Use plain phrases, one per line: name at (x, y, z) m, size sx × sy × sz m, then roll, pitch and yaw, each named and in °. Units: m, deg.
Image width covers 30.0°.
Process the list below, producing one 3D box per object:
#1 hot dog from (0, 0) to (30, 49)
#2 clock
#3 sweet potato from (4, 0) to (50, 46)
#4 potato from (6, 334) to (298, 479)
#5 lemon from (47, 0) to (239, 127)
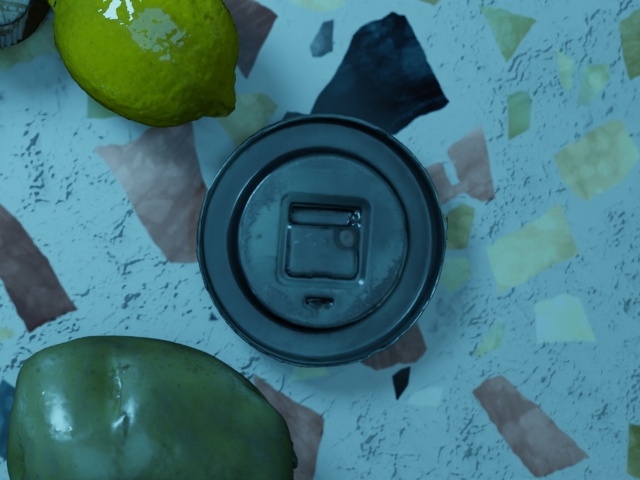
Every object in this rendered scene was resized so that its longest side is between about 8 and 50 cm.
hot dog at (-0.384, -0.337, 1.324) m, size 0.144 × 0.075 × 0.268 m, roll 7°, pitch 69°, yaw -23°
clock at (0.000, -0.001, 1.465) m, size 0.312 × 0.061 × 0.313 m, roll -1°, pitch 93°, yaw -12°
sweet potato at (-0.361, -0.253, 1.383) m, size 0.195 × 0.056 × 0.056 m, roll -45°, pitch 101°, yaw 0°
potato at (-0.191, 0.225, 1.348) m, size 0.326 × 0.243 × 0.221 m, roll 7°, pitch 109°, yaw -27°
lemon at (-0.197, -0.230, 1.347) m, size 0.256 × 0.188 × 0.188 m, roll 39°, pitch 85°, yaw -9°
